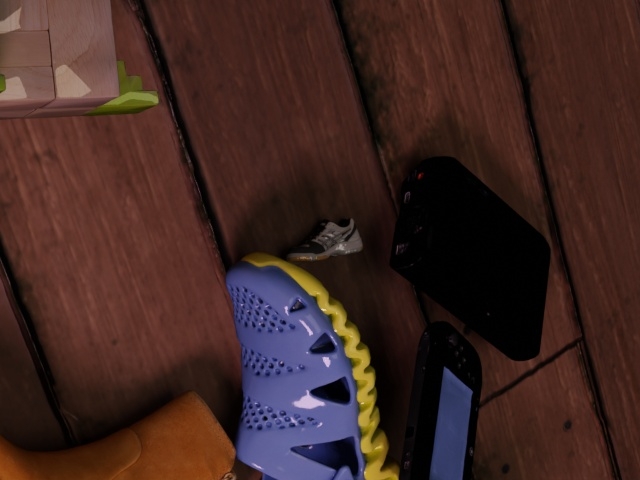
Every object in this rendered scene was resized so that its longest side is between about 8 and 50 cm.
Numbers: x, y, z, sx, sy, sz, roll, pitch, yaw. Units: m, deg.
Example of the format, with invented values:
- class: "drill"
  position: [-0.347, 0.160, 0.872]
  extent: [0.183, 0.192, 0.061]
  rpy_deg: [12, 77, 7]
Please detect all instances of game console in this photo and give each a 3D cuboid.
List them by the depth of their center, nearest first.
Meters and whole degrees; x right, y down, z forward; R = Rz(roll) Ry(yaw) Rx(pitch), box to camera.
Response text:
- class: "game console"
  position: [0.133, 0.112, 1.426]
  extent: [0.213, 0.044, 0.361]
  rpy_deg: [36, 54, -41]

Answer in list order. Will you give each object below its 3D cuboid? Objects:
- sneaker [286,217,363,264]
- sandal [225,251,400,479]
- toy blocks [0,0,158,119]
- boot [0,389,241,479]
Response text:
- class: "sneaker"
  position: [0.000, 0.000, 1.400]
  extent: [0.083, 0.032, 0.037]
  rpy_deg: [-14, 92, -39]
- class: "sandal"
  position: [-0.021, 0.160, 1.355]
  extent: [0.138, 0.126, 0.317]
  rpy_deg: [-29, 112, -25]
- class: "toy blocks"
  position: [-0.303, -0.216, 1.066]
  extent: [0.381, 0.191, 0.260]
  rpy_deg: [-5, 88, -26]
- class: "boot"
  position: [-0.182, 0.188, 1.262]
  extent: [0.211, 0.104, 0.295]
  rpy_deg: [-45, 126, -28]
